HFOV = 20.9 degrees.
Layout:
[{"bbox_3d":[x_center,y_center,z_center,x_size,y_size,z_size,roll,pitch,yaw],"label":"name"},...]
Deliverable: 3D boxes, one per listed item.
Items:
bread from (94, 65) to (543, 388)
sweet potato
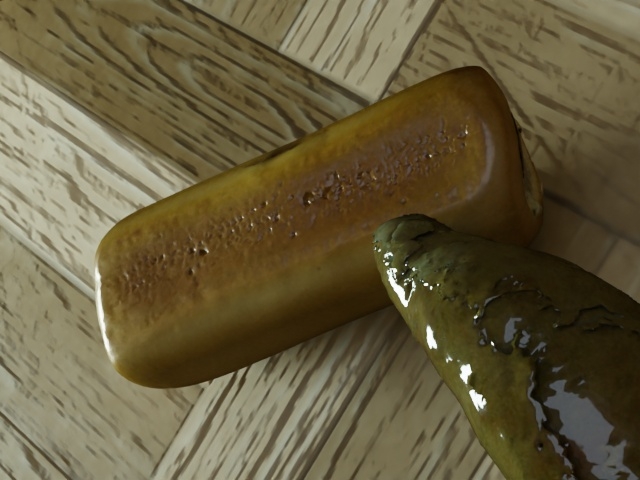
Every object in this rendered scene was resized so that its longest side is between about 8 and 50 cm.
[{"bbox_3d":[0.000,0.000,0.816,0.239,0.074,0.092,-22,64,30],"label":"bread"},{"bbox_3d":[0.106,0.107,0.652,0.124,0.098,0.310,-24,68,20],"label":"sweet potato"}]
